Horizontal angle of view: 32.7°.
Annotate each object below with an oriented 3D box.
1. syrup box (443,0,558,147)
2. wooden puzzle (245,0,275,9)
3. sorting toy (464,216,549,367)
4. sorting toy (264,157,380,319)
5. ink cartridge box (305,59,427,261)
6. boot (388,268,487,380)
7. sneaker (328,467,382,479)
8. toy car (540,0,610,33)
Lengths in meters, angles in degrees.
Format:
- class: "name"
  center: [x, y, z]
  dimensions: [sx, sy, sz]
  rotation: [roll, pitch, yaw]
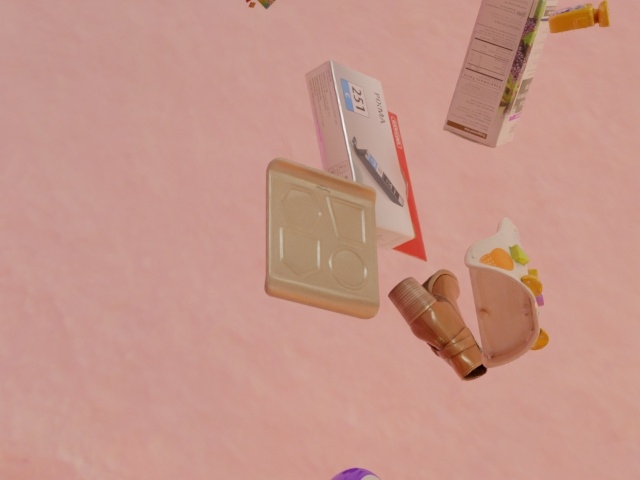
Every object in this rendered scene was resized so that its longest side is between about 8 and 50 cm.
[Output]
- class: "syrup box"
  center: [0.276, -0.269, 1.673]
  dimensions: [0.096, 0.093, 0.236]
  rotation: [22, 110, 21]
- class: "wooden puzzle"
  center: [-0.086, -0.413, 1.807]
  dimensions: [0.083, 0.006, 0.049]
  rotation: [-44, 145, 6]
- class: "sorting toy"
  center: [0.121, 0.025, 0.694]
  dimensions: [0.045, 0.075, 0.083]
  rotation: [-5, 125, 15]
- class: "sorting toy"
  center: [0.000, 0.000, 1.578]
  dimensions: [0.193, 0.038, 0.208]
  rotation: [16, 63, -31]
- class: "ink cartridge box"
  center: [0.100, -0.128, 1.816]
  dimensions: [0.066, 0.261, 0.296]
  rotation: [-25, 65, 34]
- class: "boot"
  center: [0.177, 0.119, 1.477]
  dimensions: [0.073, 0.197, 0.152]
  rotation: [-47, 72, 22]
- class: "sneaker"
  center: [0.061, 0.252, 0.792]
  dimensions: [0.146, 0.293, 0.102]
  rotation: [-37, 107, 18]
- class: "toy car"
  center: [0.123, -0.156, 0.562]
  dimensions: [0.041, 0.122, 0.060]
  rotation: [-8, 127, 18]
